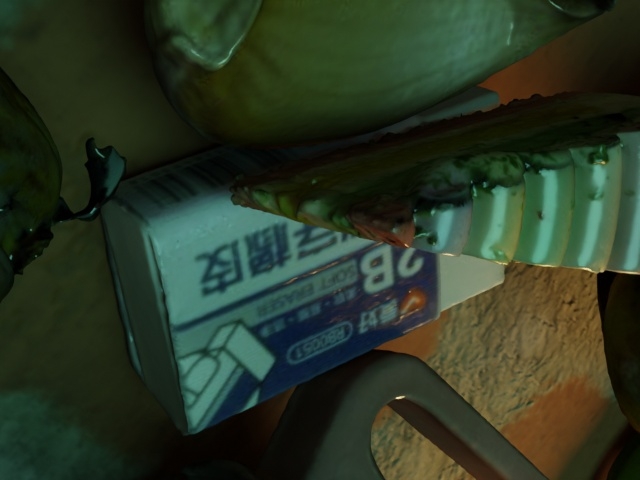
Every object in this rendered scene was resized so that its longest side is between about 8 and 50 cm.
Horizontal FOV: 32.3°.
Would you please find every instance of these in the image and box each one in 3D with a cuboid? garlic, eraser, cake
[{"bbox_3d":[0.007,-0.111,0.505,0.207,0.115,0.128,-9,154,-29],"label":"garlic"},{"bbox_3d":[0.000,0.000,0.579,0.210,0.068,0.124,-22,121,-26],"label":"eraser"},{"bbox_3d":[0.080,-0.012,0.515,0.225,0.109,0.090,-15,111,-33],"label":"cake"}]

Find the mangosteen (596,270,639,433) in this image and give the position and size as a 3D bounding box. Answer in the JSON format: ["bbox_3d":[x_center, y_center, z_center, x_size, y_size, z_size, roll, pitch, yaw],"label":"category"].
[{"bbox_3d":[0.303,0.019,0.633,0.347,0.307,0.306,4,111,-62],"label":"mangosteen"}]

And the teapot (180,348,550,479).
[{"bbox_3d":[0.018,0.267,0.595,0.362,0.306,0.376,42,65,-33],"label":"teapot"}]

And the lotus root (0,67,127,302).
[{"bbox_3d":[-0.190,-0.055,0.386,0.241,0.123,0.124,48,52,-36],"label":"lotus root"}]

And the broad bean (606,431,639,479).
[{"bbox_3d":[0.218,0.226,0.851,0.065,0.046,0.254,40,87,-27],"label":"broad bean"}]
